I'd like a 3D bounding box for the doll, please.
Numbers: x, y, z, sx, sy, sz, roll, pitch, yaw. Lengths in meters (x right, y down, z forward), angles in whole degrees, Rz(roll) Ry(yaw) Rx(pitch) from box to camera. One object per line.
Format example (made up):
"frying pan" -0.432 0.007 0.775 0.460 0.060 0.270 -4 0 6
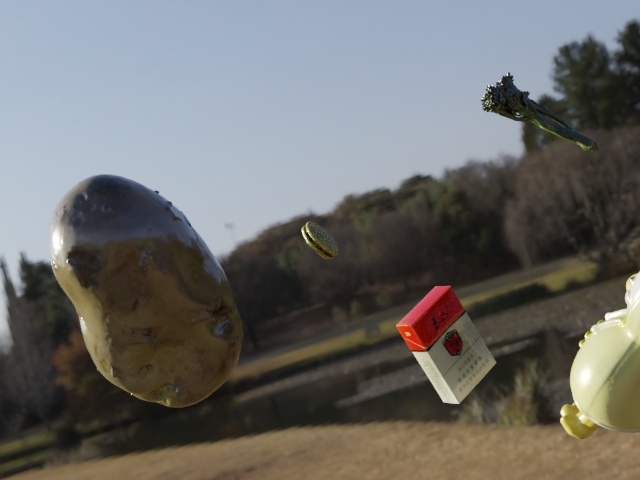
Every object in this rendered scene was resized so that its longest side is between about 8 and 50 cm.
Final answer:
"doll" 0.350 0.106 1.209 0.141 0.117 0.296 -25 -41 -36

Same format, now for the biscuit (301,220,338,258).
"biscuit" 0.000 0.000 2.072 0.023 0.084 0.084 -44 -11 16

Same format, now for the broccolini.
"broccolini" 0.352 -0.199 1.732 0.201 0.074 0.058 25 -9 8

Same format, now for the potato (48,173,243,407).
"potato" -0.179 0.049 1.138 0.165 0.262 0.165 -19 18 7

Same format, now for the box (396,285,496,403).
"box" 0.193 0.159 1.678 0.100 0.152 0.048 -42 22 -30
